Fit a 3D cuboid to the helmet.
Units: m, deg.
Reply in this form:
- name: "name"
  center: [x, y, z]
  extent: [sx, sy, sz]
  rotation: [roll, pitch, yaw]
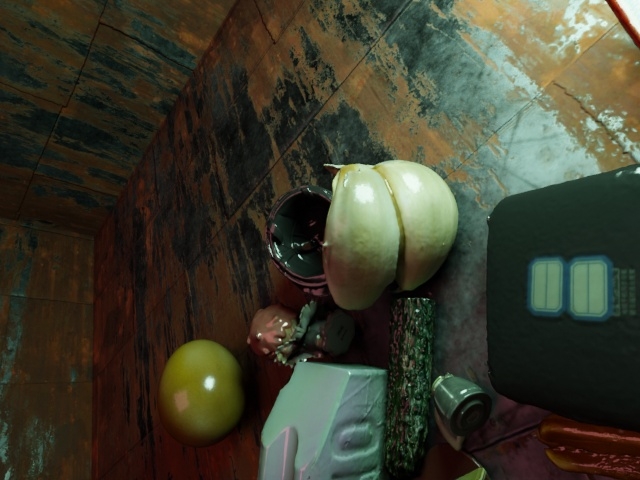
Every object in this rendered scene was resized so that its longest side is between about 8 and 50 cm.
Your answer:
- name: "helmet"
  center: [0.000, 0.000, 1.031]
  extent: [0.230, 0.160, 0.279]
  rotation: [-39, 75, 17]

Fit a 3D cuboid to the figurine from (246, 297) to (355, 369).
- name: "figurine"
  center: [-0.083, 0.246, 1.060]
  extent: [0.386, 0.166, 0.207]
  rotation: [-17, 32, 45]

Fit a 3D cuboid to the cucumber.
- name: "cucumber"
  center: [0.173, 0.294, 0.802]
  extent: [0.096, 0.096, 0.360]
  rotation: [-7, 73, 45]

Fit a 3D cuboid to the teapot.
- name: "teapot"
  center: [0.238, 0.301, 0.742]
  extent: [0.124, 0.092, 0.091]
  rotation: [-59, 27, 7]

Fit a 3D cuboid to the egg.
- name: "egg"
  center: [-0.346, 0.436, 1.198]
  extent: [0.250, 0.250, 0.322]
  rotation: [-57, 34, 18]

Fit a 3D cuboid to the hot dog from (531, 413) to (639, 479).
- name: "hot dog"
  center: [0.418, 0.286, 0.566]
  extent: [0.235, 0.062, 0.092]
  rotation: [-10, 95, 41]

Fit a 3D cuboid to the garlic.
- name: "garlic"
  center: [0.122, -0.022, 0.836]
  extent: [0.249, 0.286, 0.313]
  rotation: [-23, 64, 53]

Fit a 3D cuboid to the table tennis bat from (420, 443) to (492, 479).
- name: "table tennis bat"
  center: [0.264, 0.461, 0.712]
  extent: [0.220, 0.019, 0.130]
  rotation: [40, 108, 47]

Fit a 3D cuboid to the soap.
- name: "soap"
  center: [0.013, 0.471, 0.797]
  extent: [0.156, 0.261, 0.447]
  rotation: [-4, 74, 43]

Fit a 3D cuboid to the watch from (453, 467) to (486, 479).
- name: "watch"
  center: [0.212, 0.521, 0.687]
  extent: [0.268, 0.102, 0.165]
  rotation: [-47, 59, 24]

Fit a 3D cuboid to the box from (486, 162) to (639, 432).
- name: "box"
  center: [0.401, 0.075, 0.583]
  extent: [0.350, 0.090, 0.360]
  rotation: [-15, 68, 59]

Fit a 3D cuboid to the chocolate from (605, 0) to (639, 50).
- name: "chocolate"
  center: [0.588, -0.323, 0.493]
  extent: [0.341, 0.161, 0.360]
  rotation: [-30, 52, 37]
